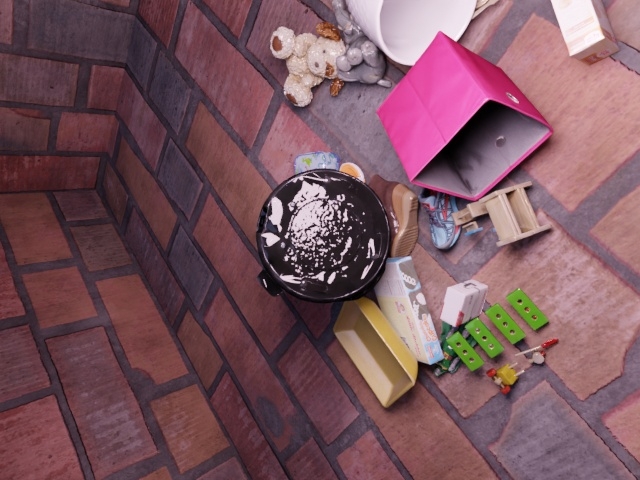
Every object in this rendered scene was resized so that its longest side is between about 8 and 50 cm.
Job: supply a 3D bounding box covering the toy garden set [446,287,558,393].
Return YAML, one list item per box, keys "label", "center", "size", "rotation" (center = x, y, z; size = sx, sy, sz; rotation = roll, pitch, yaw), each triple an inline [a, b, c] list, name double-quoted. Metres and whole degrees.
- label: "toy garden set"
  center: [0.504, 0.275, 1.162]
  size: [0.244, 0.049, 0.204]
  rotation: [-43, 81, 22]

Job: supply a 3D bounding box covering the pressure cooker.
- label: "pressure cooker"
  center: [-0.003, -0.006, 1.291]
  size: [0.420, 0.370, 0.375]
  rotation: [147, 125, -82]

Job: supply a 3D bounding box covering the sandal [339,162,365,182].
- label: "sandal"
  center: [0.103, -0.138, 1.481]
  size: [0.102, 0.076, 0.265]
  rotation: [-8, 91, 45]

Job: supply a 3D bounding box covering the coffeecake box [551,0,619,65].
- label: "coffeecake box"
  center: [0.561, -0.486, 0.923]
  size: [0.068, 0.142, 0.185]
  rotation: [-21, 82, 45]

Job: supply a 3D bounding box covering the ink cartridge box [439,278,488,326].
- label: "ink cartridge box"
  center: [0.402, 0.172, 1.203]
  size: [0.056, 0.135, 0.099]
  rotation: [27, 115, 42]

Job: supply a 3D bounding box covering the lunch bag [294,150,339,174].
- label: "lunch bag"
  center: [-0.013, -0.214, 1.572]
  size: [0.176, 0.090, 0.219]
  rotation: [1, 98, 43]

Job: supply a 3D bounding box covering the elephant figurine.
- label: "elephant figurine"
  center: [0.128, -0.617, 1.329]
  size: [0.169, 0.186, 0.239]
  rotation: [-2, 67, 11]

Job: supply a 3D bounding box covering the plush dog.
- label: "plush dog"
  center: [-0.011, -0.608, 1.452]
  size: [0.225, 0.210, 0.262]
  rotation: [8, 132, 30]

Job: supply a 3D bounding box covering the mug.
- label: "mug"
  center: [0.236, -0.700, 1.124]
  size: [0.374, 0.276, 0.328]
  rotation: [-47, 46, 22]

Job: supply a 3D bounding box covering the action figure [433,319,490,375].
- label: "action figure"
  center: [0.394, 0.321, 1.294]
  size: [0.137, 0.063, 0.232]
  rotation: [34, 123, 32]

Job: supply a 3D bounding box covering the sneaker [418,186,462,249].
- label: "sneaker"
  center: [0.324, -0.100, 1.234]
  size: [0.104, 0.125, 0.262]
  rotation: [0, 96, 54]

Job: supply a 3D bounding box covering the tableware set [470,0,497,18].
- label: "tableware set"
  center: [0.450, -0.655, 1.078]
  size: [0.194, 0.039, 0.128]
  rotation: [-28, 66, 38]

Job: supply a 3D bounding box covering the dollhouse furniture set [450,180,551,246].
- label: "dollhouse furniture set"
  center: [0.468, -0.054, 1.128]
  size: [0.129, 0.129, 0.184]
  rotation: [71, 158, 8]

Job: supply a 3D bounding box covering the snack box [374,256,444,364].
- label: "snack box"
  center: [0.256, 0.212, 1.336]
  size: [0.187, 0.060, 0.322]
  rotation: [-11, 98, 67]

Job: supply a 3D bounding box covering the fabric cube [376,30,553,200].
- label: "fabric cube"
  center: [0.340, -0.292, 1.055]
  size: [0.259, 0.254, 0.258]
  rotation: [-49, 44, 39]

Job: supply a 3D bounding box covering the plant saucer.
- label: "plant saucer"
  center: [0.185, 0.355, 1.425]
  size: [0.332, 0.081, 0.333]
  rotation: [53, 154, 23]

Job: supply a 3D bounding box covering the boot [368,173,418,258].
- label: "boot"
  center: [0.222, -0.074, 1.394]
  size: [0.207, 0.090, 0.248]
  rotation: [37, 127, 51]
